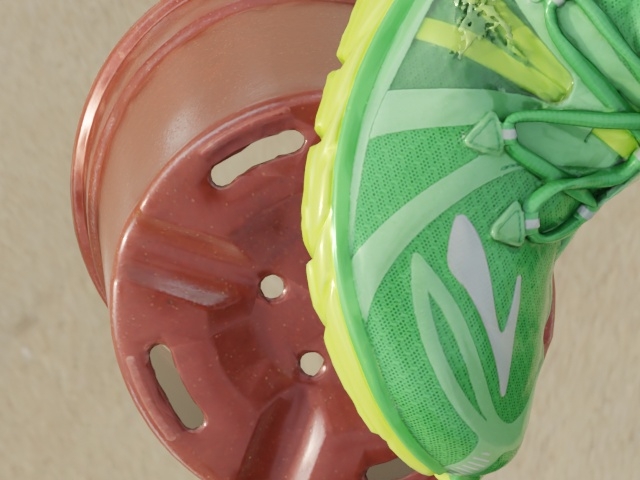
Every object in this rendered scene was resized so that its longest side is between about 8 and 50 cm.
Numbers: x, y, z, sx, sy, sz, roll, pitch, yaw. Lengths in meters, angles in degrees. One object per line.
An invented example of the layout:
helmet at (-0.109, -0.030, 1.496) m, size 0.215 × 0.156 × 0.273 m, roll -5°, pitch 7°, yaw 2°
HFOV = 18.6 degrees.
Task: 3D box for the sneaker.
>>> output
sneaker at (0.079, -0.060, 0.656) m, size 0.123 × 0.109 × 0.295 m, roll 14°, pitch 89°, yaw 37°

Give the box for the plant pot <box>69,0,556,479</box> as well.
plant pot at (0.000, 0.000, 0.995) m, size 0.272 × 0.265 × 0.272 m, roll -1°, pitch 103°, yaw -3°
